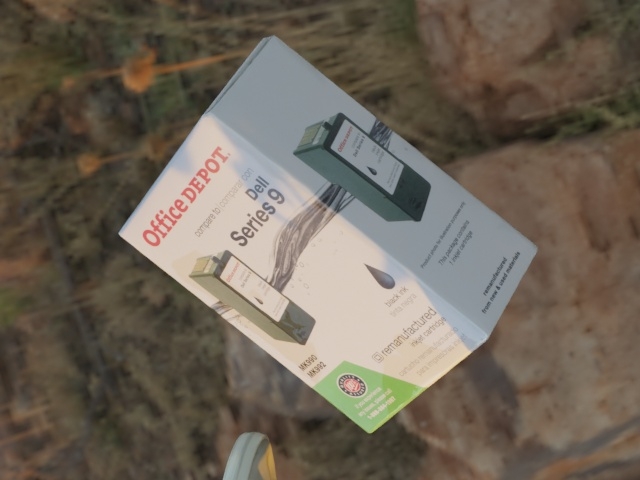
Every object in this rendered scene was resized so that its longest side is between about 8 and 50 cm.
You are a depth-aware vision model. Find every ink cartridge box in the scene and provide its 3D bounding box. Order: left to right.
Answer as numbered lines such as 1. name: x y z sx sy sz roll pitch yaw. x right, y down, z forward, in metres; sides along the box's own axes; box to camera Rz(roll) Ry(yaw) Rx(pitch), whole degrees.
1. ink cartridge box: 0.000 0.000 1.350 0.289 0.121 0.211 38 140 -4

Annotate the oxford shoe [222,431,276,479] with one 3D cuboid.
1. oxford shoe: -0.055 0.427 1.736 0.169 0.130 0.449 71 -164 -61
